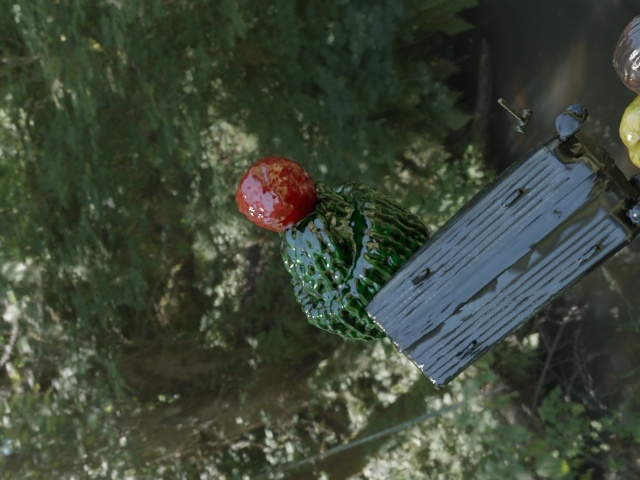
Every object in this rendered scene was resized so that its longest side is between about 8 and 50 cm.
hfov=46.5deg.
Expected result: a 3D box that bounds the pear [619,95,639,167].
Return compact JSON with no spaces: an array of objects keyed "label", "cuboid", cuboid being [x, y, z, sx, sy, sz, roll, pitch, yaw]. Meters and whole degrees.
[{"label":"pear","cuboid":[0.894,-0.284,1.866,0.271,0.271,0.271,161,90,-80]}]

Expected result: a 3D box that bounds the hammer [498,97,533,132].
[{"label":"hammer","cuboid":[0.461,-0.308,1.772,0.292,0.029,0.058,3,-72,-64]}]

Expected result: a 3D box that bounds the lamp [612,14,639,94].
[{"label":"lamp","cuboid":[0.781,-0.416,1.662,0.247,0.247,0.247,161,90,-80]}]

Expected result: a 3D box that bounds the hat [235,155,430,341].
[{"label":"hat","cuboid":[0.000,0.000,1.183,0.332,0.242,0.274,31,-179,-29]}]

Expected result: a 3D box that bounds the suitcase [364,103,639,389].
[{"label":"suitcase","cuboid":[0.228,0.002,0.911,0.152,0.335,0.229,49,-157,6]}]
